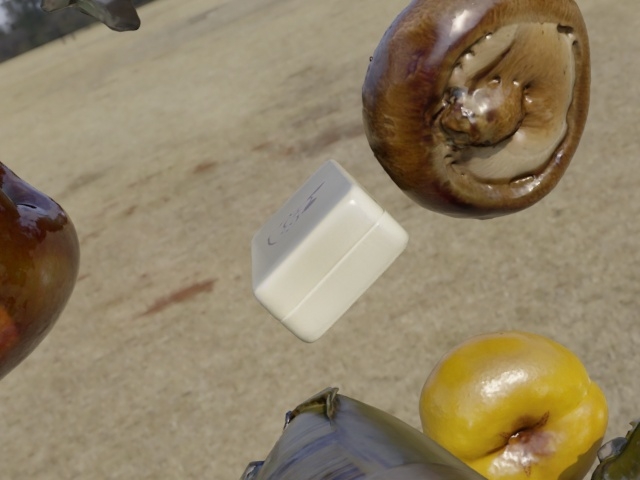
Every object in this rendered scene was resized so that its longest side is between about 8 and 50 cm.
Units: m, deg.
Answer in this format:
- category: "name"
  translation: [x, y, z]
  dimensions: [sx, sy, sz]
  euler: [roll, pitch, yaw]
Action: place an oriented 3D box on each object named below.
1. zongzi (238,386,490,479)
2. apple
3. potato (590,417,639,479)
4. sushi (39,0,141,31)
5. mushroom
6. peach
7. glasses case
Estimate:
- category: "zongzi"
  translation: [-0.011, 0.210, 0.403]
  dimensions: [0.289, 0.123, 0.260]
  euler: [-56, 21, -6]
- category: "apple"
  translation: [-0.444, 0.036, 1.335]
  dimensions: [0.317, 0.288, 0.288]
  euler: [-59, 10, 9]
- category: "potato"
  translation: [0.373, 0.216, 0.833]
  dimensions: [0.351, 0.218, 0.202]
  euler: [17, 21, 29]
- category: "sushi"
  translation: [-0.192, -0.315, 0.697]
  dimensions: [0.299, 0.281, 0.294]
  euler: [-51, 37, -1]
- category: "mushroom"
  translation: [0.152, -0.143, 1.061]
  dimensions: [0.253, 0.253, 0.153]
  euler: [-29, 37, -24]
- category: "peach"
  translation: [0.180, 0.168, 1.045]
  dimensions: [0.179, 0.179, 0.103]
  euler: [-23, 18, 3]
- category: "glasses case"
  translation: [0.000, 0.000, 1.064]
  dimensions: [0.131, 0.070, 0.313]
  euler: [-46, 9, 4]
